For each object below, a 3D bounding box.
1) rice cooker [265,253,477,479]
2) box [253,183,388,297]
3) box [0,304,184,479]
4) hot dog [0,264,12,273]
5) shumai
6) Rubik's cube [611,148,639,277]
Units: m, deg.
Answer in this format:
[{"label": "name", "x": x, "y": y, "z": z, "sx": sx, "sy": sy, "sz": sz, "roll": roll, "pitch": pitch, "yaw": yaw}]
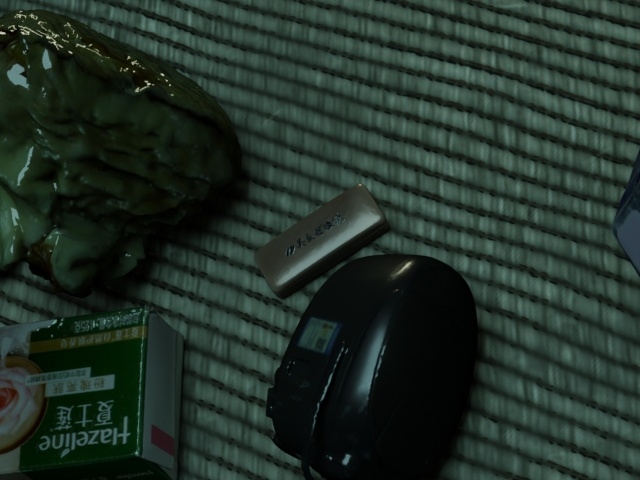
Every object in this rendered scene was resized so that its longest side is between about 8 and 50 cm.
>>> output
[{"label": "rice cooker", "x": 0.042, "y": 0.106, "z": 1.365, "sx": 0.118, "sy": 0.142, "sz": 0.203, "roll": 13, "pitch": 70, "yaw": 40}, {"label": "box", "x": 0.000, "y": 0.000, "z": 1.502, "sx": 0.115, "sy": 0.025, "sz": 0.048, "roll": -33, "pitch": 56, "yaw": 4}, {"label": "box", "x": -0.218, "y": 0.140, "z": 1.490, "sx": 0.199, "sy": 0.081, "sz": 0.135, "roll": -10, "pitch": 62, "yaw": 20}, {"label": "hot dog", "x": -0.276, "y": -0.052, "z": 1.625, "sx": 0.099, "sy": 0.053, "sz": 0.192, "roll": 33, "pitch": 82, "yaw": 27}, {"label": "shumai", "x": -0.210, "y": -0.069, "z": 1.535, "sx": 0.218, "sy": 0.256, "sz": 0.189, "roll": -65, "pitch": 22, "yaw": 5}, {"label": "Rubik's cube", "x": 0.362, "y": -0.036, "z": 1.229, "sx": 0.264, "sy": 0.319, "sz": 0.319, "roll": 27, "pitch": 75, "yaw": 4}]
